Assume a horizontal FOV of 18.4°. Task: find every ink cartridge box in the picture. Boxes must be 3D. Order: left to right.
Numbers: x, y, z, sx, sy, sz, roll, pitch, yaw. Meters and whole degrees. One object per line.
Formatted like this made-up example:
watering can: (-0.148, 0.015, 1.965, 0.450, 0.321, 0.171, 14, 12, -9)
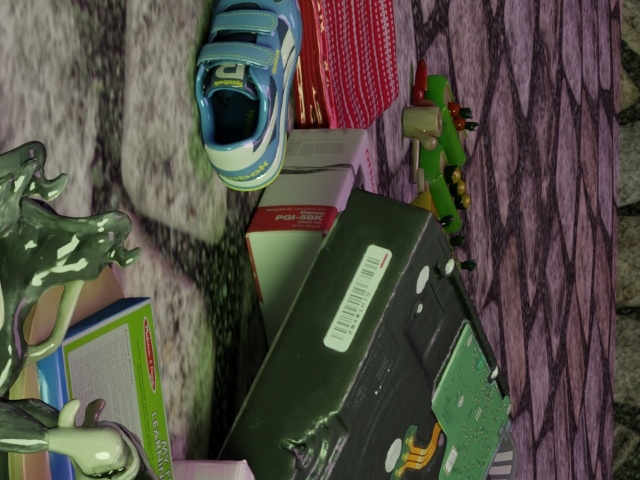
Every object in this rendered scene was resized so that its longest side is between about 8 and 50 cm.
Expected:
ink cartridge box: (0.000, 0.000, 1.291, 0.135, 0.056, 0.099, -69, 153, -55)

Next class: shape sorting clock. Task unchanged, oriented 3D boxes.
shape sorting clock: (-0.106, 0.105, 0.898, 0.206, 0.040, 0.206, -5, 90, -75)

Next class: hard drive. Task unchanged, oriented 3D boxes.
hard drive: (0.031, 0.143, 1.247, 0.237, 0.064, 0.339, -64, 156, -17)

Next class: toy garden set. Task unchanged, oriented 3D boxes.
toy garden set: (0.110, -0.038, 1.738, 0.204, 0.049, 0.244, 61, 31, -61)

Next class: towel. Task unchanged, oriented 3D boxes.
towel: (0.021, -0.170, 1.446, 0.275, 0.031, 0.199, -49, 136, -70)

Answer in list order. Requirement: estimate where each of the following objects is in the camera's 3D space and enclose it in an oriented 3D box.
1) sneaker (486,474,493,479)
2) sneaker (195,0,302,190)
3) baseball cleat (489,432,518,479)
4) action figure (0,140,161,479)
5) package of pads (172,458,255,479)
sneaker: (0.114, 0.191, 1.606, 0.227, 0.087, 0.130, 28, 61, -54)
sneaker: (-0.043, -0.104, 1.144, 0.059, 0.053, 0.144, 31, 57, -71)
baseball cleat: (0.133, 0.202, 1.760, 0.206, 0.072, 0.109, -74, 158, -51)
action figure: (-0.107, 0.113, 0.712, 0.164, 0.141, 0.276, 26, 48, -76)
package of pads: (-0.065, 0.152, 1.033, 0.032, 0.050, 0.083, 74, 20, -44)
